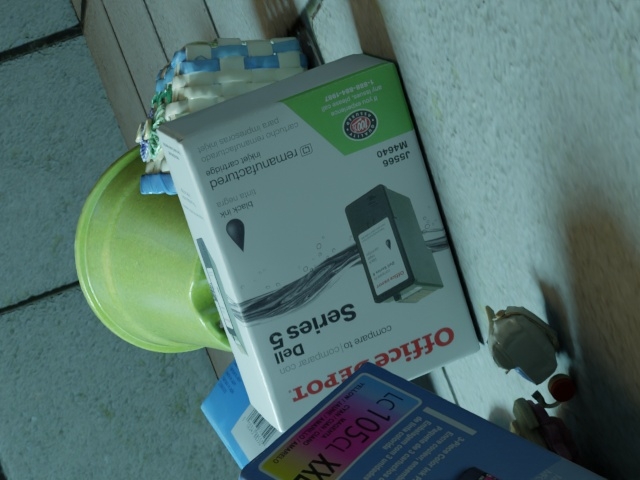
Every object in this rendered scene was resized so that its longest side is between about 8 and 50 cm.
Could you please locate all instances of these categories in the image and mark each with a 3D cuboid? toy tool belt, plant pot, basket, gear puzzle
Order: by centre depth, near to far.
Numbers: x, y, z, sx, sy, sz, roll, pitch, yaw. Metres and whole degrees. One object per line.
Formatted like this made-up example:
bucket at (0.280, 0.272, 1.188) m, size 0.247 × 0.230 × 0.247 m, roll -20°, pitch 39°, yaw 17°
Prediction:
toy tool belt at (0.157, 0.083, 1.368) m, size 0.083 × 0.052 × 0.051 m, roll 43°, pitch -172°, yaw -21°
gear puzzle at (0.205, 0.252, 1.480) m, size 0.339 × 0.044 × 0.175 m, roll 84°, pitch 161°, yaw -63°
basket at (-0.084, -0.058, 1.873) m, size 0.255 × 0.201 × 0.289 m, roll 168°, pitch 91°, yaw -78°
plant pot at (-0.117, 0.024, 2.145) m, size 0.254 × 0.276 × 0.276 m, roll 20°, pitch 131°, yaw 61°

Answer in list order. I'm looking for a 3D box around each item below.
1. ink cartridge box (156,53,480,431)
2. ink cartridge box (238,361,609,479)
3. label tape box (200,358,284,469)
ink cartridge box at (0.000, 0.000, 1.575) m, size 0.115 × 0.198 × 0.273 m, roll -149°, pitch 39°, yaw -71°
ink cartridge box at (0.151, 0.284, 1.240) m, size 0.395 × 0.151 × 0.270 m, roll 23°, pitch 141°, yaw 35°
label tape box at (0.057, 0.267, 1.943) m, size 0.347 × 0.115 × 0.249 m, roll 36°, pitch -179°, yaw -21°
